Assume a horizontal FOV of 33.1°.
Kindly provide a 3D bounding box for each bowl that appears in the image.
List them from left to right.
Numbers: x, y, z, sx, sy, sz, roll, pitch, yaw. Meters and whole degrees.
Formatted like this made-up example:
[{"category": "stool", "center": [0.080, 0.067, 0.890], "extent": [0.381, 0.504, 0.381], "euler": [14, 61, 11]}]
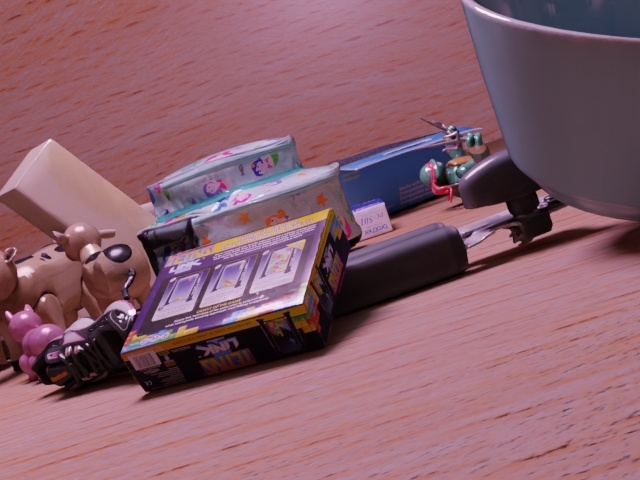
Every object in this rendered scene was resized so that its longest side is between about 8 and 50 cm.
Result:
[{"category": "bowl", "center": [0.264, -0.121, 0.858], "extent": [0.311, 0.163, 0.311], "euler": [-1, 25, 1]}]

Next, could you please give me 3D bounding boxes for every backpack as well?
[{"category": "backpack", "center": [-0.083, -0.028, 1.379], "extent": [0.253, 0.191, 0.225], "euler": [-6, 11, 44]}]

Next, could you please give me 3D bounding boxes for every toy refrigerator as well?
[{"category": "toy refrigerator", "center": [-0.293, -0.020, 1.469], "extent": [0.102, 0.269, 0.094], "euler": [-11, 44, 60]}]

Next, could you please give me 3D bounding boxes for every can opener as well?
[{"category": "can opener", "center": [0.098, -0.004, 0.981], "extent": [0.280, 0.093, 0.074], "euler": [-24, 6, -6]}]

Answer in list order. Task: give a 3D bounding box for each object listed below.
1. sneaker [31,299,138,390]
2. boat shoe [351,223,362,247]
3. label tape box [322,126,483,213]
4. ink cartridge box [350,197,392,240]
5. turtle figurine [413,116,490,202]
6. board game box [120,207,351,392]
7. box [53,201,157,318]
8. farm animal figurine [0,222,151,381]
[{"category": "sneaker", "center": [-0.216, 0.112, 1.017], "extent": [0.077, 0.072, 0.178], "euler": [-36, 6, -35]}, {"category": "boat shoe", "center": [0.000, 0.002, 1.487], "extent": [0.133, 0.049, 0.042], "euler": [-15, -5, 43]}, {"category": "label tape box", "center": [0.105, -0.100, 1.865], "extent": [0.249, 0.115, 0.347], "euler": [-21, 8, -22]}, {"category": "ink cartridge box", "center": [-0.001, -0.007, 1.583], "extent": [0.207, 0.046, 0.097], "euler": [-18, 6, 1]}, {"category": "turtle figurine", "center": [0.228, -0.119, 1.588], "extent": [0.234, 0.118, 0.175], "euler": [-4, 16, -15]}, {"category": "board game box", "center": [-0.068, 0.049, 0.905], "extent": [0.170, 0.048, 0.141], "euler": [-16, 28, 22]}, {"category": "box", "center": [-0.284, 0.021, 1.706], "extent": [0.126, 0.149, 0.232], "euler": [-16, 4, 29]}, {"category": "farm animal figurine", "center": [-0.344, 0.063, 1.309], "extent": [0.330, 0.172, 0.327], "euler": [-18, 5, 5]}]
